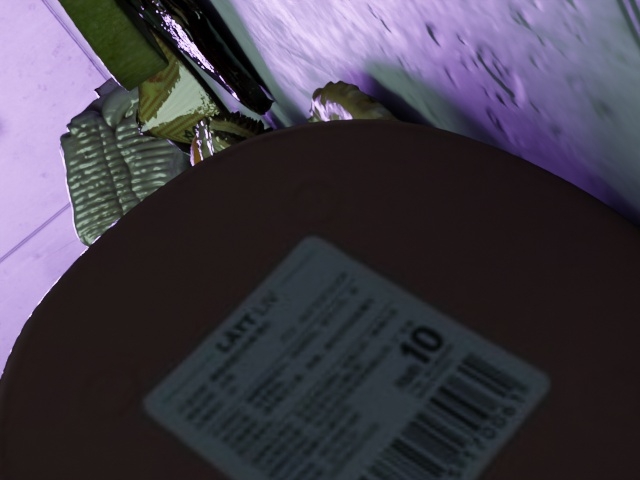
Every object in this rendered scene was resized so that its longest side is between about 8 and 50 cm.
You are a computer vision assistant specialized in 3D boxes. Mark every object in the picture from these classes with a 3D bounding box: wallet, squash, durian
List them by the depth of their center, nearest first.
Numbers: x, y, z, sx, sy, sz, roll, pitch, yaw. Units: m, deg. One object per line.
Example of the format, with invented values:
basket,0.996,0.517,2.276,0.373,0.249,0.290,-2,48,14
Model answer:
wallet,-0.125,-0.184,0.963,0.232,0.031,0.122,47,177,43
durian,-0.047,-0.051,1.033,0.140,0.071,0.110,67,166,-10
squash,-0.227,-0.255,1.114,0.252,0.049,0.252,57,-178,-3

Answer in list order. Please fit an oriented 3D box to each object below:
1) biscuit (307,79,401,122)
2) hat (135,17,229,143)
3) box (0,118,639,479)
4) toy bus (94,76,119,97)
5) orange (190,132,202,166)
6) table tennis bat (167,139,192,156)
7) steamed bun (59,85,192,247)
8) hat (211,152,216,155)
biscuit,0.066,0.003,0.655,0.220,0.033,0.220,48,173,8
hat,-0.164,-0.143,1.327,0.193,0.082,0.193,48,174,7
box,0.028,0.112,0.461,0.301,0.301,0.216,47,163,34
toy bus,-0.168,-0.078,1.766,0.409,0.092,0.093,50,177,2
orange,-0.089,-0.080,1.197,0.083,0.070,0.083,47,178,2
table tennis bat,-0.156,-0.058,1.398,0.108,0.119,0.170,24,-161,-14
steamed bun,-0.233,-0.101,1.652,0.144,0.211,0.217,-19,-88,-67
hat,0.000,0.000,0.905,0.205,0.089,0.205,45,176,4
